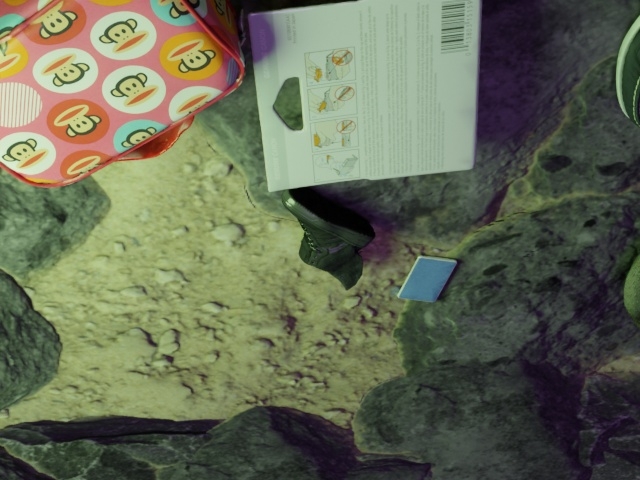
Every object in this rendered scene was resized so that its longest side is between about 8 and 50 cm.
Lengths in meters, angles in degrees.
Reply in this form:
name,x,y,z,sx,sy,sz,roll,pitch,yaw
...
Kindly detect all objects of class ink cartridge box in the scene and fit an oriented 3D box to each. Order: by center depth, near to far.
name,x,y,z,sx,sy,sz,roll,pitch,yaw
ink cartridge box,0.050,-0.173,1.575,0.239,0.060,0.275,-6,140,-1

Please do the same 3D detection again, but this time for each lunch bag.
name,x,y,z,sx,sy,sz,roll,pitch,yaw
lunch bag,-0.225,-0.176,1.477,0.293,0.120,0.258,-26,137,18

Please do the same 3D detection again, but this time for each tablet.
name,x,y,z,sx,sy,sz,roll,pitch,yaw
tablet,0.137,0.049,1.884,0.054,0.006,0.083,7,136,-17

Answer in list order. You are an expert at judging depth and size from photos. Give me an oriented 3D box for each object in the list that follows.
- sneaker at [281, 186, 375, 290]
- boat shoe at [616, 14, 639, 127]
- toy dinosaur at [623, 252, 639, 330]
name,x,y,z,sx,sy,sz,roll,pitch,yaw
sneaker,-0.001,-0.002,1.766,0.170,0.051,0.089,25,125,-37
boat shoe,0.398,-0.216,1.561,0.114,0.091,0.302,-1,138,-9
toy dinosaur,0.457,0.046,1.879,0.160,0.121,0.313,11,141,-4
